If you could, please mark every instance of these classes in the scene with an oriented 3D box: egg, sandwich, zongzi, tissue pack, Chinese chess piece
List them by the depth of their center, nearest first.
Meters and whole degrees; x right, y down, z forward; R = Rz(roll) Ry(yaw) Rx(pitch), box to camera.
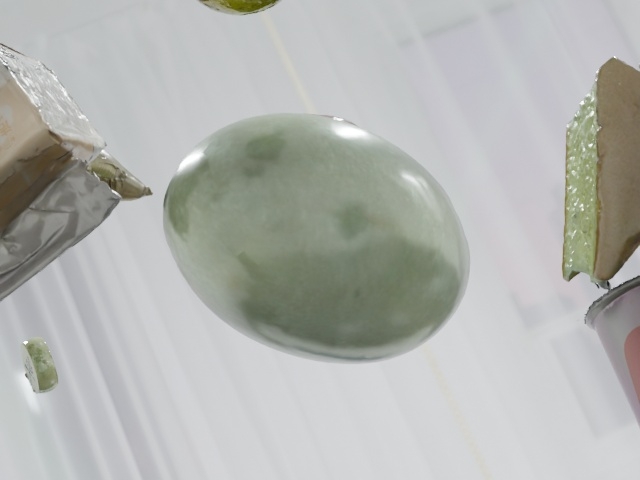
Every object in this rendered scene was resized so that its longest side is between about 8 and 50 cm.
[{"bbox_3d":[0.258,-0.081,0.960,0.235,0.128,0.122,-42,-8,-8],"label":"sandwich"},{"bbox_3d":[-0.384,-0.037,1.307,0.305,0.238,0.238,-37,-14,3],"label":"tissue pack"},{"bbox_3d":[0.000,0.000,1.316,0.352,0.258,0.258,28,-44,-30],"label":"egg"},{"bbox_3d":[-0.343,-0.118,1.668,0.197,0.194,0.099,4,-53,-45],"label":"zongzi"},{"bbox_3d":[-0.412,0.183,1.796,0.034,0.084,0.084,-18,-14,-24],"label":"Chinese chess piece"}]

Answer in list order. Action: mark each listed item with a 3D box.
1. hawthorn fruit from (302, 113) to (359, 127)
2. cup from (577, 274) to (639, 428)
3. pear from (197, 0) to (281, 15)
[{"bbox_3d":[-0.025,-0.097,1.820,0.249,0.215,0.215,7,-32,-46],"label":"hawthorn fruit"},{"bbox_3d":[0.385,0.175,1.159,0.203,0.288,0.203,-13,-23,-6],"label":"cup"},{"bbox_3d":[-0.093,-0.279,1.179,0.104,0.141,0.141,-28,-14,19],"label":"pear"}]
